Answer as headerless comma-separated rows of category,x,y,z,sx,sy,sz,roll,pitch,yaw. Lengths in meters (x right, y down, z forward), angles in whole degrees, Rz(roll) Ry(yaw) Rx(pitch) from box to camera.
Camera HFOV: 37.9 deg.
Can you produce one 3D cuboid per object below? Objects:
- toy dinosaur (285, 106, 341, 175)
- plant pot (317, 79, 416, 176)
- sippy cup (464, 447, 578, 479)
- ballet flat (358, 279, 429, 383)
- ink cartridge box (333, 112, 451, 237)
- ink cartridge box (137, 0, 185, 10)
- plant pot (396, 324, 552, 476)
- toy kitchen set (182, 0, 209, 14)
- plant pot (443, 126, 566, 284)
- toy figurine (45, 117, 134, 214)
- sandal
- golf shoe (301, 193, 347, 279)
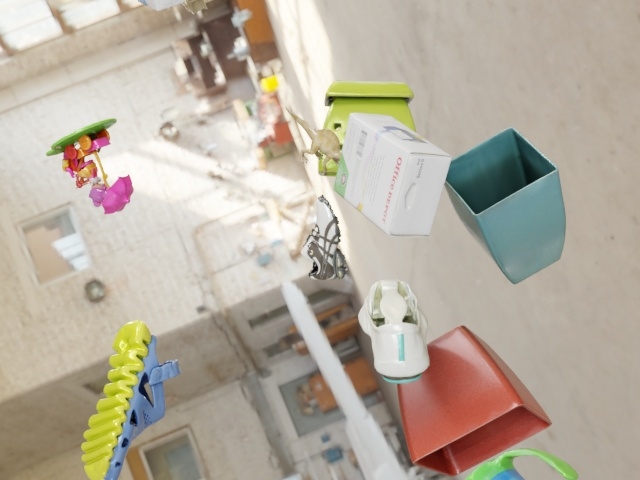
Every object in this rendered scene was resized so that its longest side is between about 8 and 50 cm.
toy dinosaur,0.000,-0.189,1.829,0.183,0.053,0.092,41,137,6
plant pot,0.107,-0.249,2.114,0.228,0.227,0.207,-108,18,-89
sippy cup,0.347,0.537,1.624,0.224,0.240,0.305,27,133,36
ballet flat,0.147,0.147,1.840,0.400,0.139,0.139,-94,-17,-75
ink cartridge box,0.121,-0.117,1.632,0.212,0.093,0.154,45,128,54
ink cartridge box,-0.317,-0.528,1.722,0.104,0.061,0.181,35,143,51
plant pot,0.314,0.346,2.072,0.267,0.267,0.236,36,-154,-57
toy kitchen set,-0.267,-0.540,1.998,0.083,0.068,0.075,48,164,49
plant pot,0.349,-0.048,1.712,0.234,0.166,0.165,61,179,-40
toy figurine,-0.417,-0.121,1.730,0.130,0.173,0.159,-30,-83,-50
sandal,-0.356,0.320,1.799,0.138,0.317,0.126,32,153,-33
golf shoe,0.000,0.000,2.060,0.077,0.094,0.198,-126,25,-71
